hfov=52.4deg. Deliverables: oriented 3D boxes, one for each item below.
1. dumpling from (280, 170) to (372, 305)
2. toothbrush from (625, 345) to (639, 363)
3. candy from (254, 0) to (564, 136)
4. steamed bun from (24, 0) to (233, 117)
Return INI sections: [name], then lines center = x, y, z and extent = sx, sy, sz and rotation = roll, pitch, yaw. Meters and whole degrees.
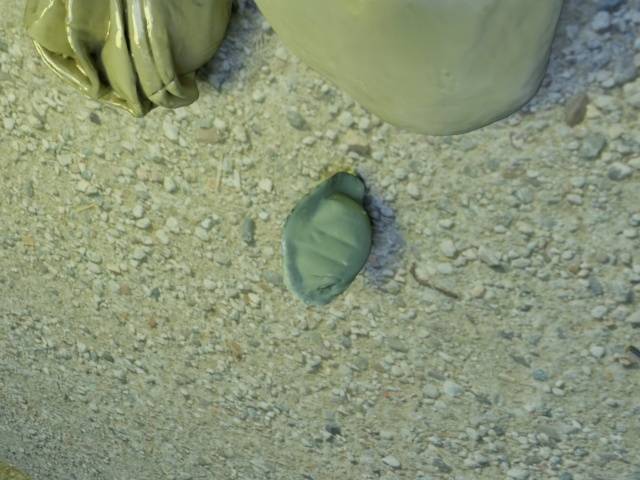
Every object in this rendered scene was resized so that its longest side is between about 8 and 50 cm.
[dumpling]
center = 0.001, -0.003, 1.004
extent = 0.153, 0.108, 0.219
rotation = 7, 103, -16
[toothbrush]
center = 0.524, 0.217, 0.944
extent = 0.194, 0.014, 0.017
rotation = 38, 132, 0
[candy]
center = 0.077, -0.313, 0.724
extent = 0.427, 0.186, 0.386
rotation = 31, 135, 11
[steamed bun]
center = -0.268, -0.302, 0.896
extent = 0.289, 0.203, 0.276
rotation = 11, 125, 21
